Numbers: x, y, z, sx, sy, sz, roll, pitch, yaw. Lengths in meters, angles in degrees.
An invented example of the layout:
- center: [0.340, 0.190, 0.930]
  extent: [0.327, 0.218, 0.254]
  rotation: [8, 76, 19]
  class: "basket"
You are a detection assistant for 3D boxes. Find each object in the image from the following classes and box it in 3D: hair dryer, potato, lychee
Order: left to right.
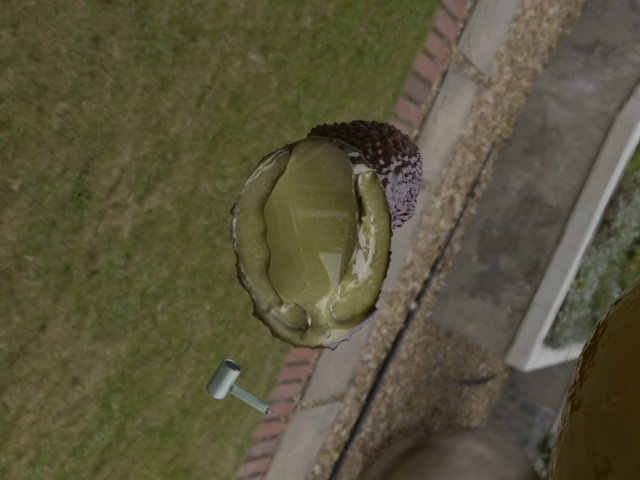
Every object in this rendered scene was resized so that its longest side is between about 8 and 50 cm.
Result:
- center: [-0.126, 0.256, 1.517]
  extent: [0.063, 0.124, 0.038]
  rotation: [-57, -179, 15]
  class: "hair dryer"
- center: [0.000, 0.000, 1.276]
  extent: [0.242, 0.243, 0.285]
  rotation: [-16, 96, -57]
  class: "potato"
- center: [0.067, -0.129, 1.763]
  extent: [0.271, 0.271, 0.271]
  rotation: [-44, 149, -35]
  class: "lychee"

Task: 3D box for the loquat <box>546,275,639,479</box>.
- center: [0.233, 0.133, 0.445]
  extent: [0.275, 0.275, 0.274]
  rotation: [-44, 149, -35]
  class: "loquat"
